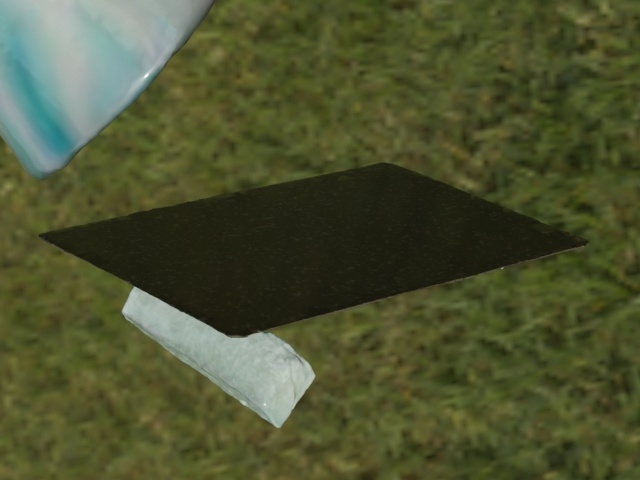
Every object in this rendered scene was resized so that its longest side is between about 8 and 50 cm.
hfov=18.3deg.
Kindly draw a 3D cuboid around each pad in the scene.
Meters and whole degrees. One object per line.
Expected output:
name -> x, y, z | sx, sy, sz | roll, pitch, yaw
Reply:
pad -> 0.000, 0.000, 1.370 | 0.220, 0.330, 0.004 | 24, 118, 45

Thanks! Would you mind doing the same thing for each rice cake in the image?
rice cake -> -0.098, 0.092, 1.834 | 0.206, 0.063, 0.069 | 35, 80, 24

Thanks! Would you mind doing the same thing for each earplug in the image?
earplug -> -0.216, -0.201, 1.046 | 0.324, 0.185, 0.185 | 40, 139, -17
